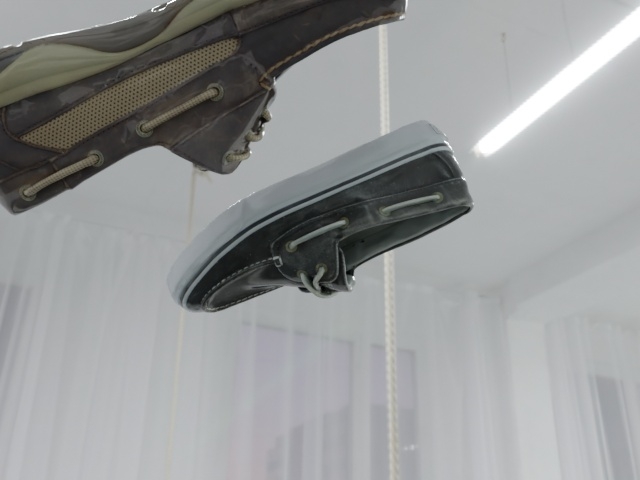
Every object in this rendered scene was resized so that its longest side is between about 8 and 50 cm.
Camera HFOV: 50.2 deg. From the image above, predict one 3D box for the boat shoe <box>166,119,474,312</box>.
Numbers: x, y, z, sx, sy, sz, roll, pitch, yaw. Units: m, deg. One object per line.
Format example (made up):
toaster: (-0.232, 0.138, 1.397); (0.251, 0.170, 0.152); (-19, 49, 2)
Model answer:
boat shoe: (0.000, 0.000, 0.702); (0.335, 0.119, 0.121); (-30, -22, 5)

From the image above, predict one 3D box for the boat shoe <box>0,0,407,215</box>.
boat shoe: (-0.100, -0.118, 0.526); (0.356, 0.132, 0.130); (-18, -71, -1)
